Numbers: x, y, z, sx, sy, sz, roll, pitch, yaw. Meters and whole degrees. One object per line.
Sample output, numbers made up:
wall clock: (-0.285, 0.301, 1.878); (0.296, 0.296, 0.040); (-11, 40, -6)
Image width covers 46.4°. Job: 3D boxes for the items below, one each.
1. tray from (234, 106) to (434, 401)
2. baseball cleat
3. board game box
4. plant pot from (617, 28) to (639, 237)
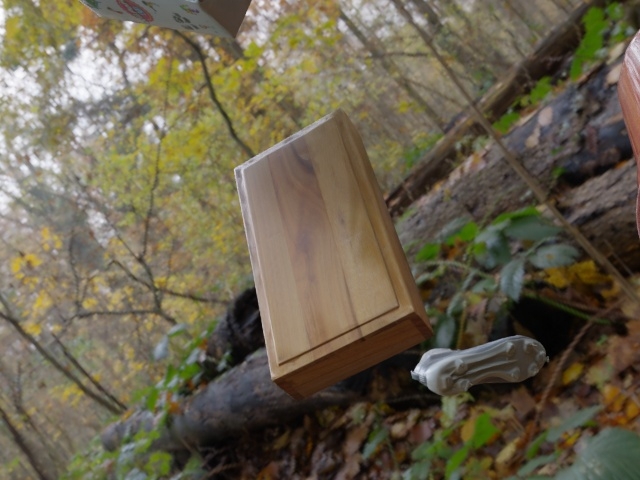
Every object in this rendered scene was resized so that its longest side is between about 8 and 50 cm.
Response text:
tray: (0.000, 0.000, 1.063); (0.202, 0.076, 0.411); (-28, 45, 13)
baseball cleat: (0.229, 0.174, 1.098); (0.205, 0.072, 0.109); (-5, 8, -27)
board game box: (-0.212, -0.430, 1.081); (0.097, 0.303, 0.224); (33, -101, -56)
plant pot: (0.416, -0.113, 0.717); (0.272, 0.272, 0.265); (-42, 19, 28)
